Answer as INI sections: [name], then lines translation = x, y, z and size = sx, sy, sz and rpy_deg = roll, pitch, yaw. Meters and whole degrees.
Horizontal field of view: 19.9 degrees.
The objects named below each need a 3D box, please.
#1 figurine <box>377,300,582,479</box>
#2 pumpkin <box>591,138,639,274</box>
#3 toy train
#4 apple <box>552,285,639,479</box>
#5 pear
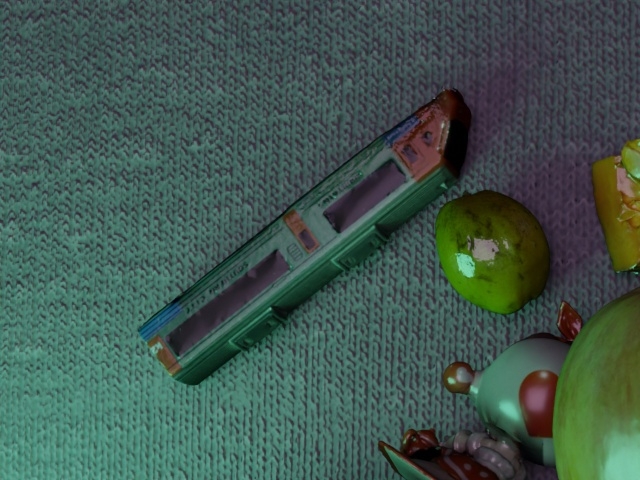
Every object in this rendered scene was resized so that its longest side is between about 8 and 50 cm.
[figurine]
translation = 0.199, 0.170, 1.761
size = 0.183, 0.160, 0.226
rpy_deg = 34, 81, 17
[pumpkin]
translation = 0.390, -0.056, 1.714
size = 0.280, 0.190, 0.139
rpy_deg = -11, 79, 14
[toy train]
translation = 0.000, 0.000, 1.865
size = 0.409, 0.086, 0.089
rpy_deg = -37, 74, 6
[apple]
translation = 0.394, 0.190, 1.572
size = 0.391, 0.391, 0.347
rpy_deg = -12, 91, 13
[pear]
translation = 0.171, 0.009, 1.807
size = 0.107, 0.107, 0.131
rpy_deg = -25, 84, 10
